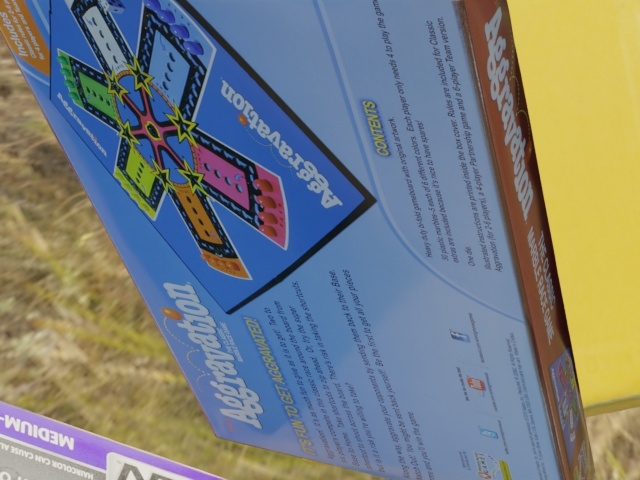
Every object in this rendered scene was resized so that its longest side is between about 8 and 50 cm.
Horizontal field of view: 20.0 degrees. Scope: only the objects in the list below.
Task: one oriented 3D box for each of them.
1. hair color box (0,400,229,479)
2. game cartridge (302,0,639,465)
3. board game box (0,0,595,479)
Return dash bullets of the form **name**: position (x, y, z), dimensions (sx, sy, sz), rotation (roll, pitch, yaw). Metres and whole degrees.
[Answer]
- **hair color box**: position (-0.184, 0.205, 0.715), dimensions (0.185, 0.110, 0.339), rotation (23, 128, -22)
- **game cartridge**: position (0.095, -0.071, 0.890), dimensions (0.285, 0.053, 0.323), rotation (-15, 78, 30)
- **board game box**: position (0.000, 0.000, 0.555), dimensions (0.145, 0.281, 0.027), rotation (11, 59, 20)
